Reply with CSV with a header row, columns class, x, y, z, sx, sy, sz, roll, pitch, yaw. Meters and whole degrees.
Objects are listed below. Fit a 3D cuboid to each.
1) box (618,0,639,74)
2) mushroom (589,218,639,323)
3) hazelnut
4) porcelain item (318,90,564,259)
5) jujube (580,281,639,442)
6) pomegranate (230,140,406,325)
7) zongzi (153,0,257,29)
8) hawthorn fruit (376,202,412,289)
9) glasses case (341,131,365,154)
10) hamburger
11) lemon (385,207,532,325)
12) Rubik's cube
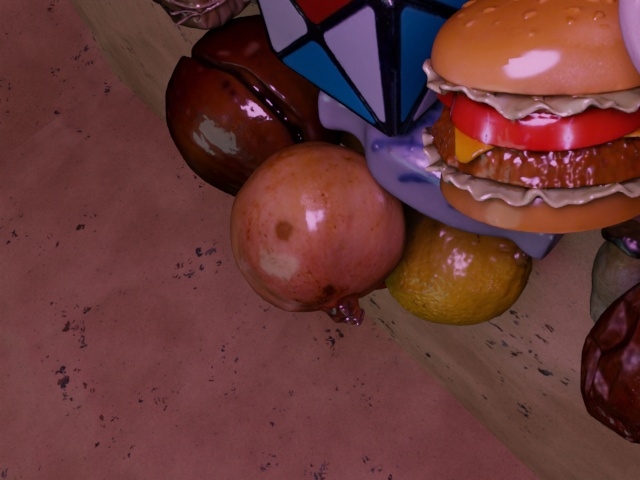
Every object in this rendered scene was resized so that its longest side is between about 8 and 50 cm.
class,x,y,z,sx,sy,sz,roll,pitch,yaw
box,0.352,-0.175,0.372,0.291,0.206,0.262,43,167,27
mushroom,0.490,0.074,0.935,0.100,0.081,0.312,43,168,37
hazelnut,-0.127,-0.275,1.251,0.402,0.402,0.429,46,158,5
porcelain item,0.199,-0.152,0.852,0.405,0.242,0.178,37,-177,23
jujube,0.507,0.170,0.756,0.276,0.276,0.376,43,159,20
pomegranate,0.000,0.000,1.032,0.338,0.338,0.338,44,166,14
zongzi,-0.289,-0.606,0.960,0.500,0.218,0.467,53,175,36
hawthorn fruit,0.133,0.008,1.374,0.307,0.276,0.276,59,175,33
glasses case,0.107,-0.225,1.292,0.234,0.064,0.079,35,160,42
hamburger,0.234,-0.155,0.586,0.274,0.275,0.212,32,140,48
lemon,0.266,0.042,1.138,0.268,0.268,0.322,51,163,-14
Rubik's cube,0.081,-0.322,0.701,0.250,0.246,0.248,40,166,26
